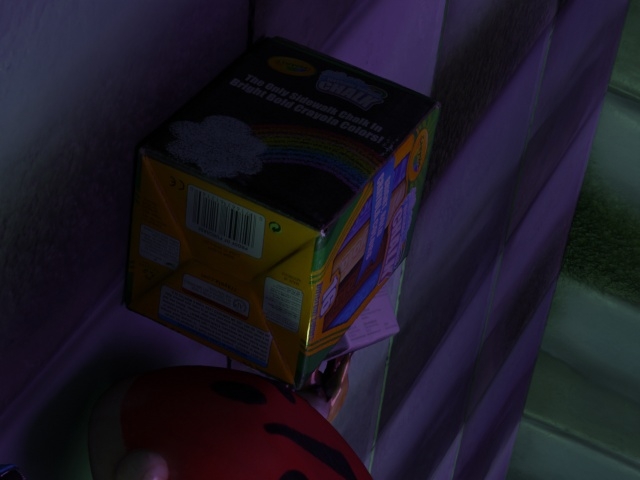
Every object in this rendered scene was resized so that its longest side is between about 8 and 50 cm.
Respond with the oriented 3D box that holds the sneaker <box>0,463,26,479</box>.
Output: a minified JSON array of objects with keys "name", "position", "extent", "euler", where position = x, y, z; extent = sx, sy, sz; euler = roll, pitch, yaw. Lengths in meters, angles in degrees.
[{"name":"sneaker","position":[-0.264,0.258,1.286],"extent":[0.188,0.078,0.067],"euler":[-68,164,1]}]

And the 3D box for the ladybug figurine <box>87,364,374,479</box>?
[{"name":"ladybug figurine","position":[-0.054,0.240,1.509],"extent":[0.162,0.305,0.449],"euler":[-33,158,7]}]

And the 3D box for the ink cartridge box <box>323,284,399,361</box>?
[{"name":"ink cartridge box","position":[0.000,0.000,1.689],"extent":[0.232,0.066,0.189],"euler":[68,18,5]}]

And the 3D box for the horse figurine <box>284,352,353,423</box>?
[{"name":"horse figurine","position":[-0.021,0.182,1.969],"extent":[0.263,0.066,0.174],"euler":[-46,152,-49]}]

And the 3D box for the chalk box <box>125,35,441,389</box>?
[{"name":"chalk box","position":[-0.017,-0.046,1.469],"extent":[0.289,0.180,0.179],"euler":[-46,154,-47]}]

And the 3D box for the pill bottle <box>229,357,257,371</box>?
[{"name":"pill bottle","position":[-0.041,0.087,1.721],"extent":[0.094,0.094,0.169],"euler":[-69,163,10]}]
